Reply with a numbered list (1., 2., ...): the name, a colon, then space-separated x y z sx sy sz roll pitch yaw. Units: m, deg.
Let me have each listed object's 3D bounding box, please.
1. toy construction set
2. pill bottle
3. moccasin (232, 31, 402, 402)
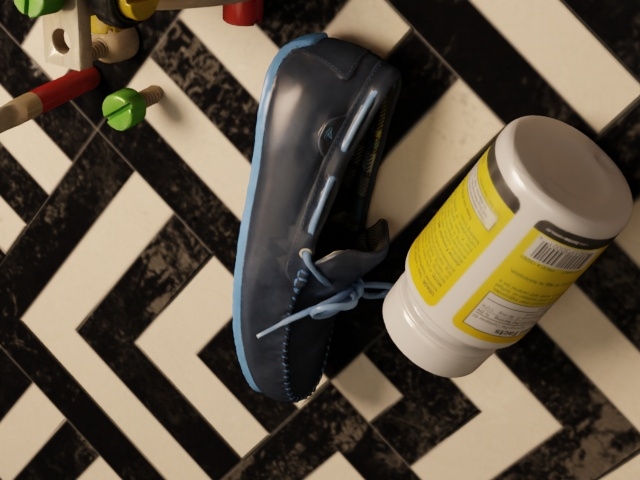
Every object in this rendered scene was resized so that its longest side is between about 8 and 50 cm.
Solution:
1. toy construction set: -0.207 -0.201 1.152 0.257 0.237 0.309 37 128 12
2. pill bottle: 0.142 0.011 1.114 0.119 0.119 0.208 42 129 7
3. moccasin: 0.000 0.000 1.190 0.116 0.138 0.342 16 122 20
